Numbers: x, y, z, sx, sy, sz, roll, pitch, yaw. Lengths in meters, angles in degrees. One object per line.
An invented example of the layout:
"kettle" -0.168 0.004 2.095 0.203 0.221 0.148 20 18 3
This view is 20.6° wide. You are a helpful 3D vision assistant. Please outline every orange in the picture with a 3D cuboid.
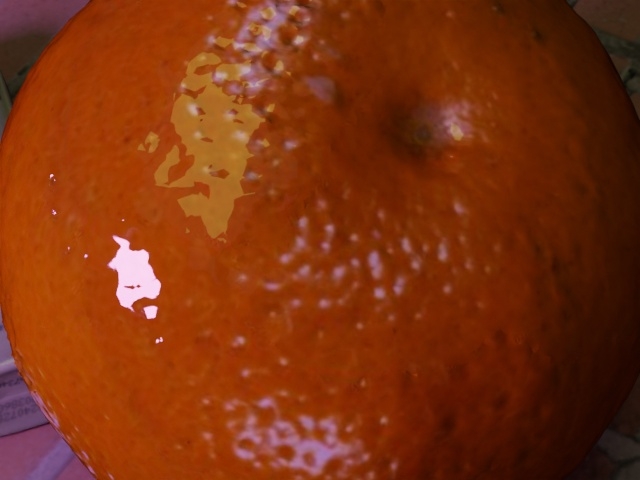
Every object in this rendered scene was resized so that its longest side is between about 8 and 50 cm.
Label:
"orange" 0.000 0.000 1.094 0.424 0.326 0.424 8 68 -21

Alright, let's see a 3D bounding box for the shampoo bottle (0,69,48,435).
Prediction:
"shampoo bottle" -0.270 -0.016 1.302 0.134 0.078 0.359 -19 51 -7
